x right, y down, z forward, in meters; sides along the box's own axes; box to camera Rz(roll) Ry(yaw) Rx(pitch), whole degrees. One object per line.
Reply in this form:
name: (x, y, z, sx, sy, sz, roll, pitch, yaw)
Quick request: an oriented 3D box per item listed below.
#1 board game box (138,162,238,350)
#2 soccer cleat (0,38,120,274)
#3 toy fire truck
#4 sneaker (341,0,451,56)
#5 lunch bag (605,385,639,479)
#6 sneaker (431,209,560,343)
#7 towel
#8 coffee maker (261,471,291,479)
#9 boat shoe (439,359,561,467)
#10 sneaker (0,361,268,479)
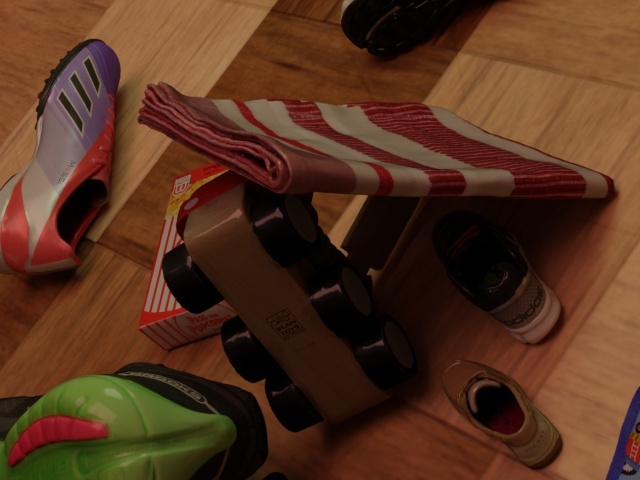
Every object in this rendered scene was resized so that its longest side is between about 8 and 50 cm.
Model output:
board game box: (-0.093, 0.002, 1.518, 0.147, 0.045, 0.193, -19, 44, 31)
soccer cleat: (-0.273, -0.095, 1.755, 0.116, 0.108, 0.318, 5, 55, 22)
toy fire truck: (0.000, 0.000, 1.309, 0.158, 0.217, 0.246, -29, 25, 20)
sneaker: (0.136, -0.288, 1.524, 0.271, 0.100, 0.108, -24, 37, 28)
lunch bag: (0.299, 0.140, 0.965, 0.221, 0.138, 0.293, 27, 93, 50)
sneaker: (0.132, 0.014, 1.263, 0.063, 0.075, 0.170, -42, 37, 6)
towel: (0.046, -0.079, 1.257, 0.237, 0.329, 0.037, 29, 113, 52)
coffee maker: (-0.015, 0.246, 1.154, 0.178, 0.120, 0.171, -2, 55, 43)
boat shoe: (0.131, 0.122, 1.188, 0.050, 0.045, 0.135, -50, 37, -5)
sneaker: (-0.210, 0.207, 1.363, 0.483, 0.202, 0.185, -12, 84, 54)
